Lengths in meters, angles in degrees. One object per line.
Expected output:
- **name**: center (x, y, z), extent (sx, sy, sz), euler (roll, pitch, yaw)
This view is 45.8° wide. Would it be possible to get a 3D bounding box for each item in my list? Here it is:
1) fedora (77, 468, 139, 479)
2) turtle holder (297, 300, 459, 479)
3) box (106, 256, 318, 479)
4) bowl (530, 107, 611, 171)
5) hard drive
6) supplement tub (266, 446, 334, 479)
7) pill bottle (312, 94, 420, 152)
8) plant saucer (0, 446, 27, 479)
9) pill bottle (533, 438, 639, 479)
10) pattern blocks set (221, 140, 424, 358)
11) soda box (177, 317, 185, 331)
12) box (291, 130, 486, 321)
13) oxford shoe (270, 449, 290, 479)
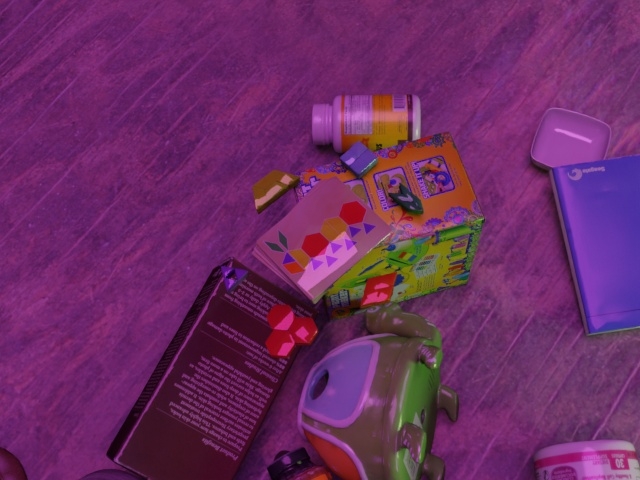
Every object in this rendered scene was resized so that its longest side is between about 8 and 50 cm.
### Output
- **fedora**: center (-0.317, 0.498, 1.211), extent (0.275, 0.124, 0.243), euler (15, 79, 35)
- **turtle holder**: center (0.095, 0.248, 1.255), extent (0.227, 0.243, 0.320), euler (3, 78, 24)
- **box**: center (-0.180, 0.243, 1.299), extent (0.191, 0.143, 0.381), euler (34, 68, -13)
- **bowl**: center (0.498, -0.186, 1.518), extent (0.142, 0.053, 0.142), euler (20, 69, 14)
- **hard drive**: center (0.565, 0.002, 1.406), extent (0.210, 0.040, 0.318), euler (-8, 76, 1)
- **supplement tub**: center (-0.009, 0.430, 1.192), extent (0.106, 0.106, 0.198), euler (-27, 69, -8)
- **pill bottle**: center (0.093, -0.236, 1.535), extent (0.215, 0.117, 0.117), euler (0, 66, 5)
- **plant saucer**: center (-0.615, 0.455, 1.325), extent (0.199, 0.036, 0.198), euler (-2, 65, 4)
- **pill bottle**: center (0.434, 0.464, 1.175), extent (0.160, 0.160, 0.283), euler (-5, 66, 2)
- **pattern blocks set**: center (0.000, 0.000, 1.169), extent (0.325, 0.026, 0.285), euler (-33, 67, -9)
- **soda box**: center (-0.259, 0.232, 1.384), extent (0.053, 0.060, 0.169), euler (22, 70, 14)
- **box**: center (0.115, -0.013, 1.339), extent (0.279, 0.290, 0.177), euler (-16, 66, -3)
- **oxford shoe**: center (-0.059, 0.459, 1.267), extent (0.076, 0.076, 0.212), euler (17, 46, -29)
